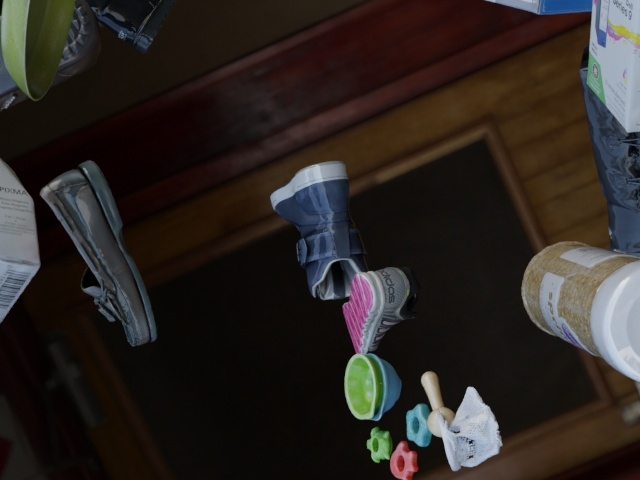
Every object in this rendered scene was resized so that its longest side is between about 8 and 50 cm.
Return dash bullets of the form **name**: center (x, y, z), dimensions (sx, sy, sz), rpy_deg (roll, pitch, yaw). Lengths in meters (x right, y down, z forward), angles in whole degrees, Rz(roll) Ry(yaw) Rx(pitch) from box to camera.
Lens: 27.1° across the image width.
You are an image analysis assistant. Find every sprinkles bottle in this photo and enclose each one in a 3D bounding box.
- **sprinkles bottle**: center (0.315, 0.070, 1.441), dimensions (0.355, 0.121, 0.121), rpy_deg (-140, 26, -84)

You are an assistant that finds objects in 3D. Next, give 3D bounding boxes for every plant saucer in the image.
- **plant saucer**: center (-0.310, -0.276, 1.473), dimensions (0.241, 0.037, 0.241), rpy_deg (-169, 90, -88)

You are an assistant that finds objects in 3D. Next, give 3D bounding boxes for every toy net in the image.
- **toy net**: center (0.093, 0.186, 1.299), dimensions (0.232, 0.045, 0.122), rpy_deg (14, 100, 62)

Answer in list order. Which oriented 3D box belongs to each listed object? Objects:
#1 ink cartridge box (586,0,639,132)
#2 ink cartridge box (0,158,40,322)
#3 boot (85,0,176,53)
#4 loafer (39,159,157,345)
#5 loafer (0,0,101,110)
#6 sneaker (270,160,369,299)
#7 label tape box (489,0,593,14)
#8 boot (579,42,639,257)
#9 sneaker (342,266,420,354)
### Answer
- **ink cartridge box**: center (0.397, -0.261, 1.623), dimensions (0.154, 0.093, 0.212), rpy_deg (-108, 15, -57)
- **ink cartridge box**: center (-0.376, -0.011, 1.467), dimensions (0.066, 0.189, 0.232), rpy_deg (16, -136, -29)
- **boot**: center (-0.303, -0.428, 2.036), dimensions (0.207, 0.246, 0.094), rpy_deg (32, 154, -11)
- **loafer**: center (-0.291, 0.027, 1.737), dimensions (0.096, 0.084, 0.267), rpy_deg (32, 142, 58)
- **loafer**: center (-0.451, -0.216, 1.792), dimensions (0.130, 0.366, 0.133), rpy_deg (36, -140, -74)
- **sneaker**: center (-0.002, 0.000, 1.708), dimensions (0.226, 0.086, 0.163), rpy_deg (140, 118, -77)
- **label tape box**: center (0.299, -0.439, 2.090), dimensions (0.334, 0.241, 0.106), rpy_deg (24, 116, 43)
- **boot**: center (0.687, -0.178, 2.461), dimensions (0.146, 0.367, 0.445), rpy_deg (-88, -16, -62)
- **sneaker**: center (0.071, 0.076, 1.467), dimensions (0.170, 0.075, 0.063), rpy_deg (101, 152, -62)
